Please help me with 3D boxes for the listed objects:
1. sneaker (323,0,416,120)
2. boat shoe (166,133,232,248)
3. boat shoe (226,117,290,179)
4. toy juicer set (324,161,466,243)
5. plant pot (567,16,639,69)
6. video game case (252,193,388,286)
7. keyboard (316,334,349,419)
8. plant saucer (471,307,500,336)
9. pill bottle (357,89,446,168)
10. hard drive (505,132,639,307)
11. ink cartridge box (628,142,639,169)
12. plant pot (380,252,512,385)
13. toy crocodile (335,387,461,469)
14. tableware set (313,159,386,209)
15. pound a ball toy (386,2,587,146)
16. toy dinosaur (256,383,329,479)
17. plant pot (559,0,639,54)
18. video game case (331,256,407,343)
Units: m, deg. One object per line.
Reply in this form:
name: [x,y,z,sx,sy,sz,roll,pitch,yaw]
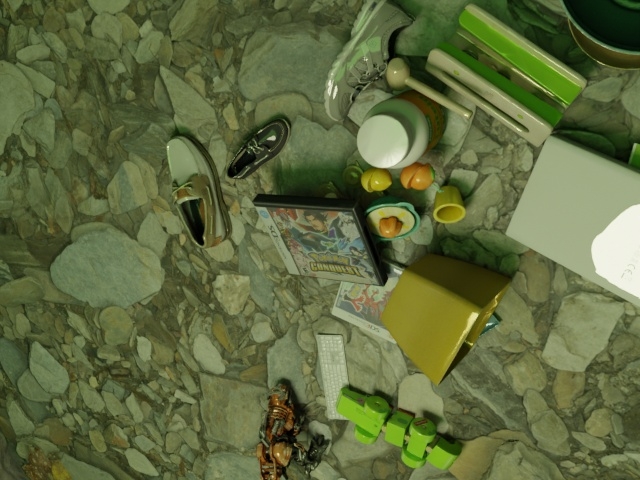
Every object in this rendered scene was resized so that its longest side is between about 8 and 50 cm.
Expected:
sneaker: [0.098,-0.369,1.306,0.115,0.105,0.281,32,119,11]
boat shoe: [-0.321,-0.125,1.591,0.113,0.103,0.302,-18,101,29]
boat shoe: [-0.153,-0.215,1.502,0.206,0.065,0.075,-39,90,31]
toy juicer set: [0.131,-0.064,1.360,0.329,0.089,0.209,-20,139,30]
plant pot: [0.569,-0.428,1.111,0.236,0.032,0.236,9,113,22]
video game case: [0.000,0.000,1.450,0.275,0.035,0.248,6,137,32]
keyboard: [0.040,0.368,1.664,0.072,0.014,0.256,0,109,25]
plant saucer: [0.330,0.134,1.441,0.067,0.018,0.192,-41,90,31]
pill bottle: [0.162,-0.222,1.250,0.136,0.246,0.136,9,113,22]
hard drive: [0.559,-0.029,1.195,0.353,0.047,0.233,33,124,29]
ink cartridge box: [0.701,-0.072,1.153,0.255,0.097,0.188,23,119,35]
plant pot: [0.261,0.147,1.361,0.187,0.212,0.212,34,120,22]
toy crocodile: [0.194,0.477,1.594,0.340,0.105,0.115,22,117,21]
tableware set: [0.072,-0.099,1.470,0.169,0.020,0.141,-35,92,30]
pound a ball toy: [0.306,-0.295,1.202,0.319,0.136,0.208,36,84,8]
toy dinosaur: [-0.114,0.563,1.682,0.164,0.218,0.322,14,73,35]
plant pot: [0.531,-0.453,0.986,0.293,0.196,0.293,9,113,21]
video game case: [0.135,0.134,1.527,0.183,0.023,0.201,23,117,15]
